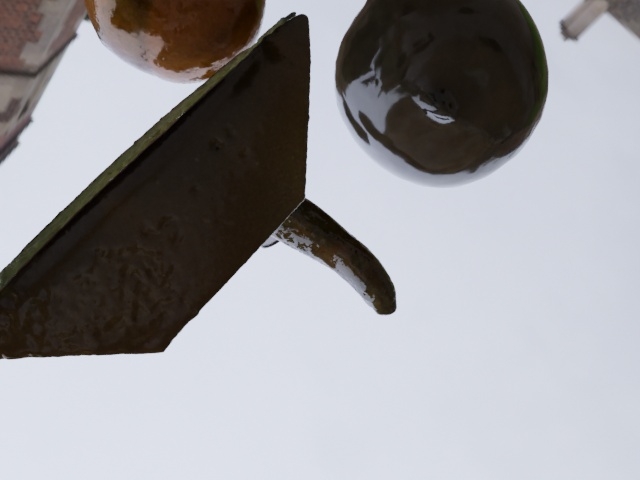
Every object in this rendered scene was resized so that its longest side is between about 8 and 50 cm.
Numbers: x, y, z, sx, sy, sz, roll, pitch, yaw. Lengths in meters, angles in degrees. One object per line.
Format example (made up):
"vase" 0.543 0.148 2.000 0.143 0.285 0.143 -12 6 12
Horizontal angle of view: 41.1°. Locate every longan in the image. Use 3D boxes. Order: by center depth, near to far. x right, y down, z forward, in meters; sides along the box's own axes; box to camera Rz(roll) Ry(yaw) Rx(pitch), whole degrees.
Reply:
"longan" 0.157 -0.217 1.138 0.297 0.297 0.297 26 -140 -23

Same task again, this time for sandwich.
"sandwich" -0.079 -0.013 0.462 0.096 0.258 0.094 46 175 -11

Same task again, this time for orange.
"orange" -0.190 -0.318 1.120 0.240 0.171 0.240 2 -100 -8

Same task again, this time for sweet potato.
"sweet potato" 0.000 0.000 1.133 0.273 0.075 0.075 35 -144 -3

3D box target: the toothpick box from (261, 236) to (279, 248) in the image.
"toothpick box" -0.102 -0.073 1.289 0.149 0.098 0.098 46 -145 15
